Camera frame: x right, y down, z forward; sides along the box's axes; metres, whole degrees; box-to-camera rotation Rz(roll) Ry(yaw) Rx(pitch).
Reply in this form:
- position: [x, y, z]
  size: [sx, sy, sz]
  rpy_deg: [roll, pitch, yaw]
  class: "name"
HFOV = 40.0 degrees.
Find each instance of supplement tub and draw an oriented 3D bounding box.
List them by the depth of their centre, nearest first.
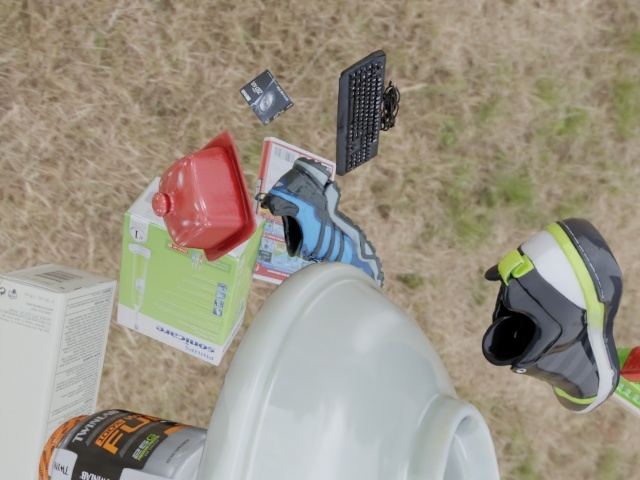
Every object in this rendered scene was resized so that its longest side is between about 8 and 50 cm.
- position: [-0.159, 0.216, 0.788]
  size: [0.117, 0.190, 0.116]
  rpy_deg: [-4, 96, -53]
  class: "supplement tub"

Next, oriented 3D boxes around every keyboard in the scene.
- position: [0.066, -0.154, 1.091]
  size: [0.100, 0.038, 0.192]
  rpy_deg: [-37, 155, -21]
  class: "keyboard"

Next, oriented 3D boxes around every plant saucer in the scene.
- position: [0.051, 0.211, 0.564]
  size: [0.400, 0.101, 0.400]
  rpy_deg: [-4, 90, -68]
  class: "plant saucer"

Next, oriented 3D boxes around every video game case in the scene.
- position: [-0.062, -0.049, 1.817]
  size: [0.204, 0.025, 0.285]
  rpy_deg: [18, 78, -46]
  class: "video game case"

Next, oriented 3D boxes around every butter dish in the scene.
- position: [-0.181, -0.056, 1.239]
  size: [0.118, 0.160, 0.160]
  rpy_deg: [-9, 77, -36]
  class: "butter dish"

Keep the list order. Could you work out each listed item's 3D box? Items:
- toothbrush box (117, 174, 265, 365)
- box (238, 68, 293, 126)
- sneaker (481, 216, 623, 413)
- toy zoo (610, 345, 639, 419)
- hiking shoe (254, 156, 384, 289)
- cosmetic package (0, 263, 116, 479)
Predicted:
- position: [-0.230, 0.056, 1.528]
  size: [0.122, 0.206, 0.283]
  rpy_deg: [-61, 170, -47]
  class: "toothbrush box"
- position: [-0.098, -0.257, 1.583]
  size: [0.067, 0.083, 0.018]
  rpy_deg: [-35, 161, 3]
  class: "box"
- position: [0.166, 0.067, 0.672]
  size: [0.097, 0.084, 0.234]
  rpy_deg: [-24, 139, -2]
  class: "sneaker"
- position: [0.344, 0.140, 0.658]
  size: [0.192, 0.293, 0.030]
  rpy_deg: [35, 75, -5]
  class: "toy zoo"
- position: [0.000, 0.000, 1.553]
  size: [0.132, 0.113, 0.304]
  rpy_deg: [-39, 117, -14]
  class: "hiking shoe"
- position: [-0.393, 0.199, 1.242]
  size: [0.160, 0.113, 0.309]
  rpy_deg: [-14, 117, -75]
  class: "cosmetic package"
